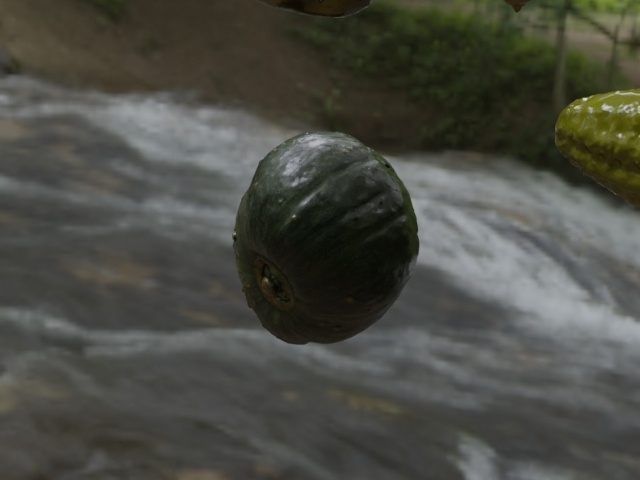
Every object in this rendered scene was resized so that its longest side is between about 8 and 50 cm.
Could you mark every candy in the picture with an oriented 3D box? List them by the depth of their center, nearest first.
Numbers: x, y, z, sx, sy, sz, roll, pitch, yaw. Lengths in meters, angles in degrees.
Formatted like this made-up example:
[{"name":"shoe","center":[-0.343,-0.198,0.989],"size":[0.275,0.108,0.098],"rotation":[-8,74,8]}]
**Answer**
[{"name":"candy","center":[0.249,-0.060,0.875],"size":[0.199,0.094,0.106],"rotation":[20,56,35]}]

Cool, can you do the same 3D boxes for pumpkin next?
[{"name":"pumpkin","center":[0.000,0.000,1.889],"size":[0.257,0.291,0.327],"rotation":[-30,-5,-29]}]

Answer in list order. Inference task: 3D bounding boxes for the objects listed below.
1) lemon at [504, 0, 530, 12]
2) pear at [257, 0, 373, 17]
[{"name":"lemon","center":[0.259,-0.342,1.686],"size":[0.065,0.092,0.065],"rotation":[-3,42,2]},{"name":"pear","center":[-0.038,-0.418,1.489],"size":[0.336,0.285,0.285],"rotation":[41,35,26]}]
